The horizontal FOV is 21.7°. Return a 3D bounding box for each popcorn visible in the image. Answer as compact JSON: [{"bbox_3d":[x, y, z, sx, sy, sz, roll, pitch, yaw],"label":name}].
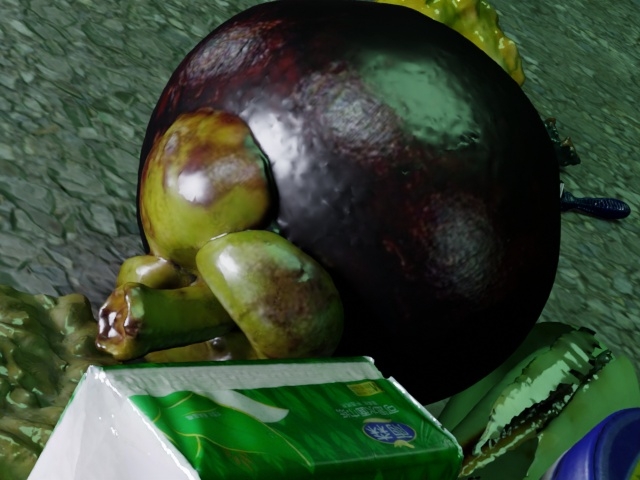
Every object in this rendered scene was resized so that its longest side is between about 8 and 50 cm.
[{"bbox_3d":[0.102,-0.163,1.626,0.198,0.155,0.197,14,61,-28],"label":"popcorn"}]

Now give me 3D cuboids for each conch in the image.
[{"bbox_3d":[0.137,0.132,1.114,0.250,0.143,0.137,-10,92,-64],"label":"conch"}]

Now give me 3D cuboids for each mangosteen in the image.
[{"bbox_3d":[0.015,-0.002,1.094,0.297,0.297,0.313,20,62,-25],"label":"mangosteen"}]

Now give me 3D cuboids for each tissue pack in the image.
[{"bbox_3d":[-0.032,0.157,0.866,0.209,0.148,0.156,4,32,-48],"label":"tissue pack"}]

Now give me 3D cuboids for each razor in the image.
[{"bbox_3d":[0.278,-0.039,1.755,0.028,0.044,0.154,17,8,40],"label":"razor"}]

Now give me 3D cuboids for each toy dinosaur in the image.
[{"bbox_3d":[0.225,-0.119,1.822,0.154,0.049,0.055,25,28,-27],"label":"toy dinosaur"}]

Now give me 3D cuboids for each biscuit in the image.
[{"bbox_3d":[-0.214,0.075,0.946,0.273,0.036,0.187,11,32,-39],"label":"biscuit"}]

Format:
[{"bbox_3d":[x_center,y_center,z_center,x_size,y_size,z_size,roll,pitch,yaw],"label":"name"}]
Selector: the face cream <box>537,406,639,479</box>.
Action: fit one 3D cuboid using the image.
[{"bbox_3d":[0.203,0.208,0.972,0.206,0.111,0.206,29,33,-21],"label":"face cream"}]
